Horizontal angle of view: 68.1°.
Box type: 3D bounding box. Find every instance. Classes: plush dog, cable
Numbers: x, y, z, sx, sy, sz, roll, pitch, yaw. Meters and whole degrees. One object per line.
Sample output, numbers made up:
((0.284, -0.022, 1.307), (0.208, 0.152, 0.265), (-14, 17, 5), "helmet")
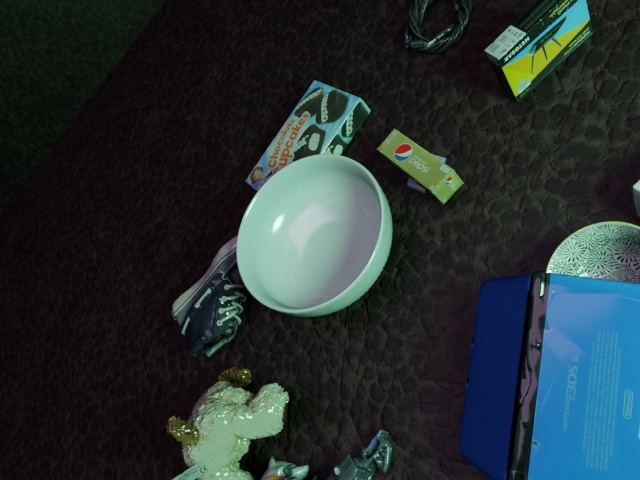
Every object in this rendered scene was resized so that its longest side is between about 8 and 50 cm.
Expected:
((-0.207, 0.378, 0.958), (0.262, 0.210, 0.225), (-68, 13, -7), "plush dog")
((0.274, -0.522, 1.096), (0.150, 0.047, 0.184), (12, 76, 40), "cable")

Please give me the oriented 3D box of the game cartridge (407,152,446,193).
((0.218, -0.142, 0.985), (0.056, 0.017, 0.083), (29, 89, 45), "game cartridge")

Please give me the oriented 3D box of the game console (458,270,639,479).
((0.329, 0.202, 0.662), (0.250, 0.173, 0.293), (7, 81, 24), "game console")

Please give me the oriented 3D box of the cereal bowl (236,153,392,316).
((0.000, 0.000, 0.989), (0.339, 0.141, 0.339), (-12, 64, 26), "cereal bowl")

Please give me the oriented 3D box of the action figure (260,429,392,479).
((-0.007, 0.454, 0.757), (0.341, 0.178, 0.330), (-56, 28, -4), "action figure")

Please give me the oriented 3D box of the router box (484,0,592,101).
((0.402, -0.365, 0.869), (0.179, 0.133, 0.046), (-44, 50, 13), "router box")

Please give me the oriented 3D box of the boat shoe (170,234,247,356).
((-0.212, 0.134, 1.125), (0.340, 0.127, 0.158), (-46, 56, 22), "boat shoe")

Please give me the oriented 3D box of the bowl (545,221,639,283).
((0.423, 0.065, 0.679), (0.170, 0.080, 0.170), (-26, 56, 47), "bowl")

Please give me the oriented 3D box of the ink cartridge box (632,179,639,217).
((0.550, -0.054, 0.622), (0.139, 0.082, 0.191), (-43, 38, 4), "ink cartridge box")

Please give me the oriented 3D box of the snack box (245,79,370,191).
((-0.038, -0.234, 1.190), (0.187, 0.060, 0.322), (38, 94, 42), "snack box")

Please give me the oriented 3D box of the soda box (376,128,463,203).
((0.197, -0.152, 0.953), (0.058, 0.061, 0.181), (-48, 49, 9), "soda box")
